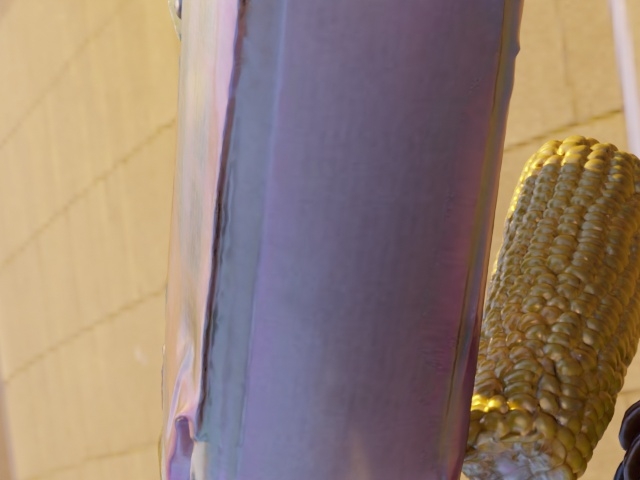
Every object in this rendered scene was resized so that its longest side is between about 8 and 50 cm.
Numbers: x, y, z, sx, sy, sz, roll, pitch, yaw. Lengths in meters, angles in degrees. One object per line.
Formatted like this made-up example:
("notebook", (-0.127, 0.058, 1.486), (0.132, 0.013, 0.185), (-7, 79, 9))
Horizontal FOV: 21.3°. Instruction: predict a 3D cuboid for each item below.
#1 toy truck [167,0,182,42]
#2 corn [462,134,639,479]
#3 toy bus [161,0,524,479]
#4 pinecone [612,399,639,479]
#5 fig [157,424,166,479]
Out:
("toy truck", (-0.023, -0.113, 1.047), (0.157, 0.124, 0.272), (29, -136, -62))
("corn", (0.152, 0.035, 1.044), (0.310, 0.101, 0.101), (-70, -5, -49))
("toy bus", (0.000, 0.000, 0.830), (0.162, 0.171, 0.386), (-93, 8, -67))
("pinecone", (0.243, 0.138, 0.959), (0.173, 0.174, 0.173), (173, 90, -68))
("fig", (-0.010, 0.139, 1.070), (0.148, 0.186, 0.142), (57, -160, -14))
